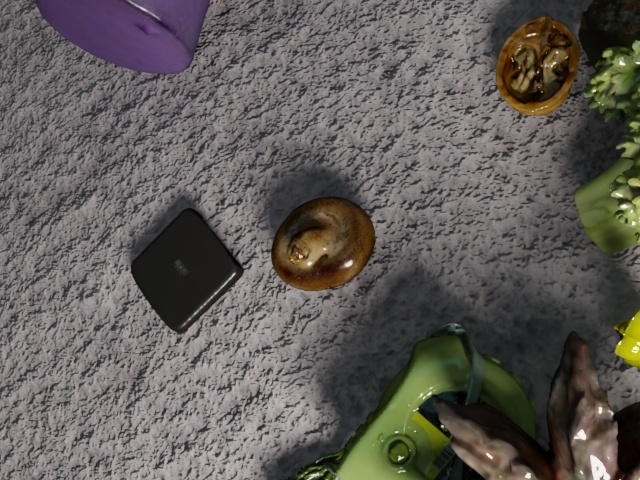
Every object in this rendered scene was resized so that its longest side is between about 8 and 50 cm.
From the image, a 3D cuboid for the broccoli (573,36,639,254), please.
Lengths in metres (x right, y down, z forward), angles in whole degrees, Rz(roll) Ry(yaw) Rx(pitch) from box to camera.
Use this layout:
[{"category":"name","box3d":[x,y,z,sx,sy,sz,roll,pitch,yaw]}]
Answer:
[{"category":"broccoli","box3d":[0.367,-0.074,0.754,0.260,0.235,0.288,-13,56,15]}]

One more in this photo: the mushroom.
[{"category":"mushroom","box3d":[0.003,0.006,0.956,0.126,0.085,0.109,-2,38,23]}]

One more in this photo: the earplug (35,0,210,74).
[{"category":"earplug","box3d":[-0.211,-0.474,1.127,0.215,0.215,0.456,10,74,24]}]

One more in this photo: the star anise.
[{"category":"star anise","box3d":[0.224,0.243,0.718,0.331,0.117,0.332,0,107,-1]}]

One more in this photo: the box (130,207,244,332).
[{"category":"box","box3d":[-0.174,0.038,1.047,0.125,0.027,0.126,-44,65,6]}]

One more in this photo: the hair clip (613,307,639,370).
[{"category":"hair clip","box3d":[0.303,0.091,0.761,0.046,0.173,0.072,39,88,27]}]

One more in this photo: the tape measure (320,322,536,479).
[{"category":"tape measure","box3d":[0.128,0.192,0.832,0.175,0.106,0.200,33,85,7]}]

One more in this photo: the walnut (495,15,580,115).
[{"category":"walnut","box3d":[0.251,-0.192,0.937,0.091,0.052,0.121,10,75,25]}]

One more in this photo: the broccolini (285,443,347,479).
[{"category":"broccolini","box3d":[0.034,0.227,0.898,0.239,0.054,0.051,-43,104,2]}]

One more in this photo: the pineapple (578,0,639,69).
[{"category":"pineapple","box3d":[0.375,-0.261,0.893,0.197,0.108,0.108,-42,63,-10]}]
